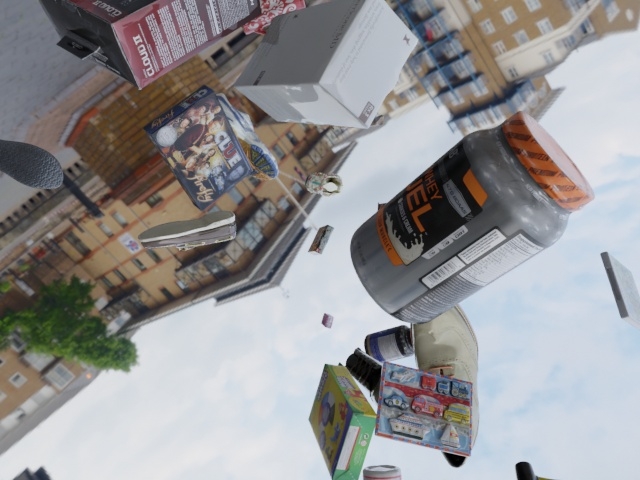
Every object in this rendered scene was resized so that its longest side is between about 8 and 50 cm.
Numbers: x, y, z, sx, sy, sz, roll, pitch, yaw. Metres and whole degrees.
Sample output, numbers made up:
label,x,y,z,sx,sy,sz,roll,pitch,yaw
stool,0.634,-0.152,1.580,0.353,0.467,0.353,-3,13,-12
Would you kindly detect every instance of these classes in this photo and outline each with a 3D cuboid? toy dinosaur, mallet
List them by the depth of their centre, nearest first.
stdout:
label,x,y,z,sx,sy,sz,roll,pitch,yaw
mallet,0.509,0.520,1.027,0.190,0.039,0.062,11,-144,10
toy dinosaur,0.054,-0.306,1.251,0.212,0.064,0.112,15,-172,26

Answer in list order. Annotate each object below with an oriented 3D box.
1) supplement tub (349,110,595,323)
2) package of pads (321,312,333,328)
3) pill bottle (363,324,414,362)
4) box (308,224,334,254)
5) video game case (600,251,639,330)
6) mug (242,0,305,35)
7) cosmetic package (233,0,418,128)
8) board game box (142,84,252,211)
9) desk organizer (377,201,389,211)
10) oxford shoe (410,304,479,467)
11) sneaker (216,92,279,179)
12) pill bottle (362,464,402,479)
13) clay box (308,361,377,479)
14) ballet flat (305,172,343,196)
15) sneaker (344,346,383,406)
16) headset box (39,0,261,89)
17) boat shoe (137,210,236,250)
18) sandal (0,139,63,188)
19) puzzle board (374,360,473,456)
label,x,y,z,sx,sy,sz,roll,pitch,yaw
supplement tub,0.211,-0.027,0.721,0.316,0.194,0.193,-42,-167,32
package of pads,0.028,0.319,1.939,0.083,0.032,0.050,171,-64,-80
pill bottle,0.287,0.391,1.856,0.219,0.122,0.122,-22,-157,28
box,0.000,0.000,1.563,0.093,0.027,0.137,-65,-171,-8
video game case,0.862,0.149,1.376,0.023,0.213,0.193,-26,-127,38
mug,-0.131,-0.597,1.259,0.170,0.150,0.113,-27,175,0
cosmetic package,-0.006,-0.377,1.058,0.385,0.156,0.217,20,-100,55
board game box,-0.265,-0.201,1.104,0.165,0.243,0.042,-42,-127,-16
desk organizer,0.148,-0.014,0.930,0.050,0.130,0.047,-8,-135,19
oxford shoe,0.278,0.297,1.052,0.141,0.396,0.146,-13,-166,18
sneaker,-0.214,-0.301,1.410,0.112,0.296,0.130,-16,-133,31
pill bottle,0.139,0.583,1.068,0.087,0.087,0.160,-19,-112,48
clay box,0.031,0.322,0.907,0.222,0.053,0.127,-145,-110,-72
ballet flat,0.032,-0.188,1.695,0.077,0.091,0.241,20,-165,26
sneaker,0.100,0.283,1.016,0.083,0.118,0.222,-56,167,-8
headset box,-0.277,-0.375,0.775,0.218,0.110,0.293,32,-118,26
boat shoe,-0.444,-0.017,1.658,0.325,0.096,0.117,-16,-149,-23
sandal,-0.737,-0.196,1.157,0.054,0.255,0.097,-172,-78,-75
puzzle board,0.138,0.218,0.638,0.011,0.128,0.096,111,-7,-58
